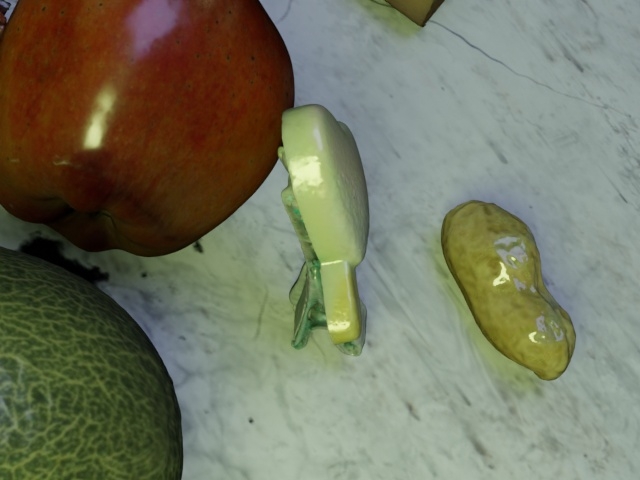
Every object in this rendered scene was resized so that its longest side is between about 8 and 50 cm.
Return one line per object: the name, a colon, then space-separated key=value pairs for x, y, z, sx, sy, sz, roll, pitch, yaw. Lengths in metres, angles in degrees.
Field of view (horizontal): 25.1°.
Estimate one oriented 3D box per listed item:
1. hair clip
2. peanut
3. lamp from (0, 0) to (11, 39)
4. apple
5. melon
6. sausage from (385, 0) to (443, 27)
hair clip: x=0.002 y=0.002 z=1.031 sx=0.071 sy=0.218 sz=0.159 roll=-5 pitch=44 yaw=3
peanut: x=0.159 y=0.037 z=1.206 sx=0.080 sy=0.080 sz=0.174 roll=-7 pitch=59 yaw=-37
lamp: x=-0.347 y=-0.199 z=1.008 sx=0.223 sy=0.215 sz=0.151 roll=-12 pitch=22 yaw=-5
apple: x=-0.130 y=-0.101 z=1.035 sx=0.234 sy=0.234 sz=0.234 roll=18 pitch=48 yaw=-21
melon: x=-0.226 y=0.115 z=0.778 sx=0.302 sy=0.237 sz=0.237 roll=8 pitch=52 yaw=-28
sausage: x=0.036 y=-0.328 z=1.392 sx=0.253 sy=0.123 sz=0.123 roll=37 pitch=44 yaw=-1
